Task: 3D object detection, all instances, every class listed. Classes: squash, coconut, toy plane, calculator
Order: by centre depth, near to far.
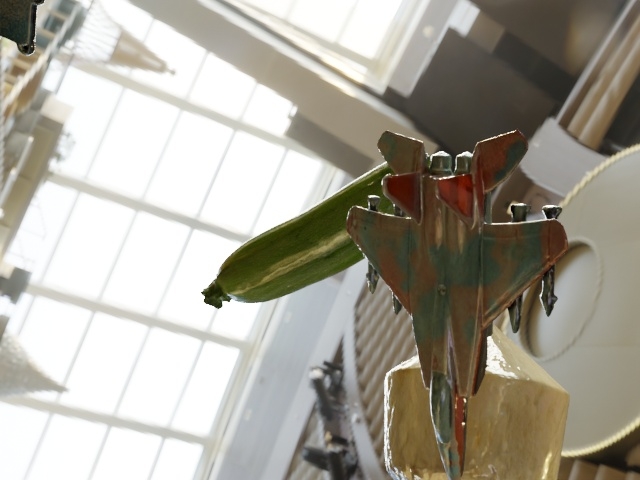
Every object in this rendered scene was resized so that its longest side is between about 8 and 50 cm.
[{"bbox_3d":[0.121,0.064,0.796,0.223,0.104,0.326,6,-69,39],"label":"toy plane"},{"bbox_3d":[-0.380,-0.300,1.095,0.019,0.094,0.141,-60,171,-51],"label":"calculator"},{"bbox_3d":[0.000,0.000,1.279,0.395,0.107,0.107,-29,-151,15],"label":"squash"},{"bbox_3d":[0.249,0.279,1.423,0.329,0.329,0.329,-58,-162,30],"label":"coconut"}]
